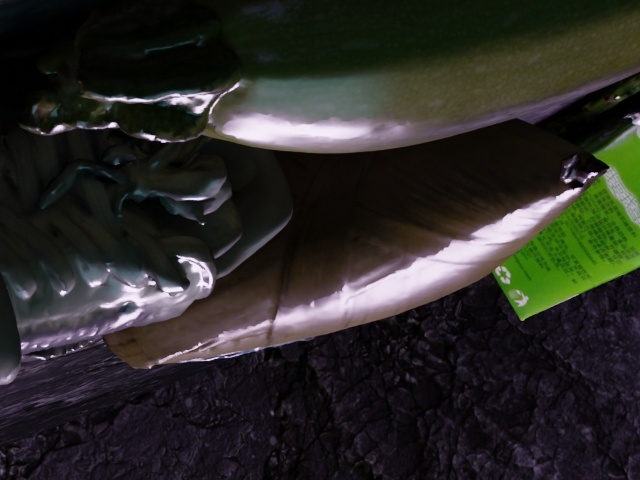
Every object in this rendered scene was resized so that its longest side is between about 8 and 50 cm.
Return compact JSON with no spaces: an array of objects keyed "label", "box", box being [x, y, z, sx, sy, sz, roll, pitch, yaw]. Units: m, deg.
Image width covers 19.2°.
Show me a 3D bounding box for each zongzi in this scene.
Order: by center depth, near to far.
[{"label":"zongzi","box":[0.000,0.000,0.895,0.228,0.115,0.256,-19,-172,-10]}]

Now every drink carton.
[{"label":"drink carton","box":[0.240,-0.046,1.462,0.161,0.108,0.271,-36,-178,-36]}]

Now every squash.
[{"label":"squash","box":[0.051,-0.082,0.594,0.341,0.094,0.094,-22,175,-29]}]

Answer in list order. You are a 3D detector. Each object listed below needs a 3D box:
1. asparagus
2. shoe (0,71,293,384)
[{"label":"asparagus","box":[0.206,-0.101,1.366,0.023,0.022,0.233,25,162,-11]},{"label":"shoe","box":[-0.102,-0.011,0.613,0.149,0.109,0.293,-28,176,17]}]
